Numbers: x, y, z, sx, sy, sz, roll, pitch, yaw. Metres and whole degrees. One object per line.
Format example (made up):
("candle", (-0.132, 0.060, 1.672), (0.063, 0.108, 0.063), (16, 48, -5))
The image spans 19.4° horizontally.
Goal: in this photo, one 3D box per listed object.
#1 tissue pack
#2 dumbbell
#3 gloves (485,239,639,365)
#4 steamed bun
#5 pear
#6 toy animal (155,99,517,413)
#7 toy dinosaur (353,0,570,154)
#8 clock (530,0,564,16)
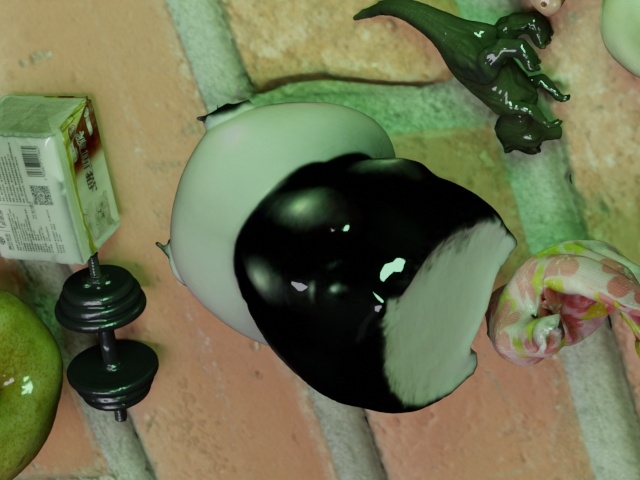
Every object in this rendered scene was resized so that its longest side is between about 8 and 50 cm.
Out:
("tissue pack", (-0.277, -0.063, 1.884), (0.106, 0.099, 0.148), (5, 123, 23))
("dumbbell", (-0.225, 0.103, 1.973), (0.099, 0.099, 0.208), (6, 122, 20))
("gloves", (0.234, 0.055, 1.676), (0.145, 0.126, 0.241), (8, 163, -20))
("steamed bun", (0.291, -0.188, 1.563), (0.112, 0.091, 0.130), (34, 128, -6))
("pear", (-0.379, 0.163, 2.007), (0.188, 0.228, 0.211), (18, 165, -21))
("toy animal", (0.000, 0.000, 1.714), (0.310, 0.251, 0.251), (26, 131, 33))
("toy dinosaur", (0.126, -0.137, 1.674), (0.179, 0.087, 0.187), (-13, 114, 28))
("clock", (0.197, -0.286, 1.544), (0.166, 0.092, 0.162), (42, 124, -6))
